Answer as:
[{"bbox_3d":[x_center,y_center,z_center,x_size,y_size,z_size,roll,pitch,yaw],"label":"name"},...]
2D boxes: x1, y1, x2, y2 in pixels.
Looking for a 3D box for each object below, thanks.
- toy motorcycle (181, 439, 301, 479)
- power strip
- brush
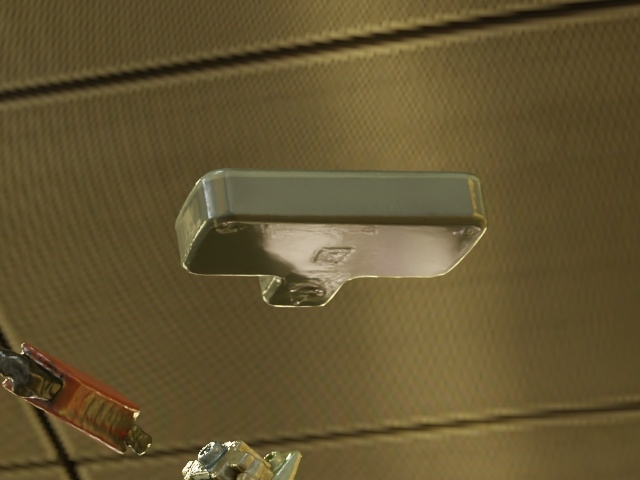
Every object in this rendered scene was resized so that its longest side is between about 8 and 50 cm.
[{"bbox_3d":[-0.121,0.377,1.745,0.237,0.410,0.169,50,-35,-13],"label":"toy motorcycle"},{"bbox_3d":[0.000,-0.001,1.519,0.265,0.059,0.193,0,-26,-20],"label":"power strip"},{"bbox_3d":[-0.210,0.144,1.512,0.070,0.051,0.323,25,-11,19],"label":"brush"}]
